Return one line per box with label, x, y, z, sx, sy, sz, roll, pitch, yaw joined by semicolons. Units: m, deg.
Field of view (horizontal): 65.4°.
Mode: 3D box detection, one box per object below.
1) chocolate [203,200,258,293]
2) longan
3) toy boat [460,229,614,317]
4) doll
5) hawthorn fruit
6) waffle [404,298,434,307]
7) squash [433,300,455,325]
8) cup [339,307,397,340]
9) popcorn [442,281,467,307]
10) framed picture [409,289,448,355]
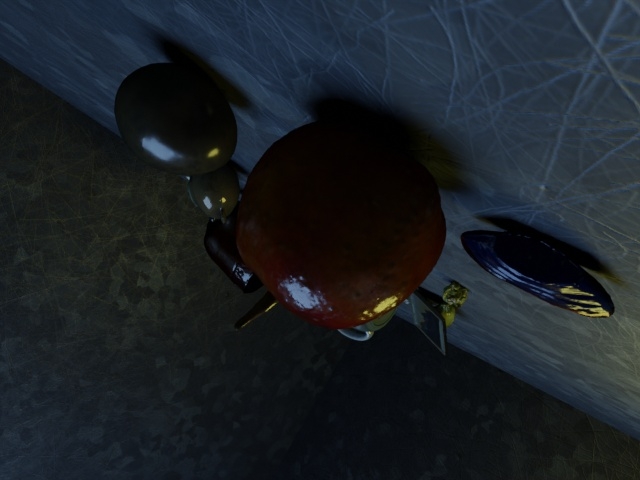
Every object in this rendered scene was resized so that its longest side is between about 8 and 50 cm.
chocolate;-0.305;-0.006;2.098;0.331;0.383;0.383;42;176;13
longan;-0.247;-0.207;0.867;0.213;0.197;0.198;20;179;-26
toy boat;0.349;0.069;0.779;0.219;0.071;0.318;29;177;45
doll;-0.348;-0.175;1.639;0.175;0.234;0.330;-11;-166;-13
hawthorn fruit;0.000;0.000;0.686;0.287;0.330;0.287;40;168;10
waffle;0.326;0.213;2.032;0.309;0.056;0.292;33;173;-27
squash;0.436;0.253;1.772;0.094;0.094;0.224;29;167;16
cup;0.116;0.201;1.710;0.275;0.260;0.356;22;129;37
popcorn;0.358;0.144;1.345;0.068;0.059;0.083;25;163;41
framed picture;0.396;0.296;1.831;0.192;0.018;0.265;47;164;40
